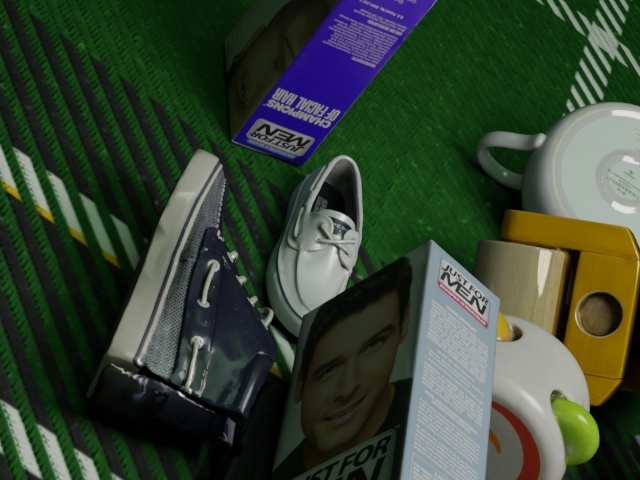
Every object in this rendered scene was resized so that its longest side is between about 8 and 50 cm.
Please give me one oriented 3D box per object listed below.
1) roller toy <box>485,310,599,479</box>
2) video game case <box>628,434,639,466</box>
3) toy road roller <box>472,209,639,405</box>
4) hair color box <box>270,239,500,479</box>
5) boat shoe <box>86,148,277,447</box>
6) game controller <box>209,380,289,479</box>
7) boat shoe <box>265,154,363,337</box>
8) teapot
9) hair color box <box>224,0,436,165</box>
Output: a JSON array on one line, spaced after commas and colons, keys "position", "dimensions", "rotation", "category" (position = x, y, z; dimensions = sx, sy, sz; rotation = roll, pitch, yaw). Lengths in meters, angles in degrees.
[{"position": [0.180, 0.180, 1.784], "dimensions": [0.209, 0.191, 0.146], "rotation": [38, 38, 2], "category": "roller toy"}, {"position": [0.497, 0.277, 1.858], "dimensions": [0.274, 0.026, 0.196], "rotation": [-7, 53, -28], "category": "video game case"}, {"position": [0.344, 0.093, 1.970], "dimensions": [0.330, 0.202, 0.240], "rotation": [10, -2, 13], "category": "toy road roller"}, {"position": [0.056, 0.195, 1.583], "dimensions": [0.113, 0.185, 0.374], "rotation": [40, 37, -25], "category": "hair color box"}, {"position": [-0.113, 0.061, 1.703], "dimensions": [0.158, 0.127, 0.340], "rotation": [24, 49, -7], "category": "boat shoe"}, {"position": [-0.038, 0.275, 1.628], "dimensions": [0.166, 0.067, 0.319], "rotation": [46, 36, -17], "category": "game controller"}, {"position": [0.000, 0.000, 1.895], "dimensions": [0.095, 0.084, 0.258], "rotation": [24, 40, -20], "category": "boat shoe"}, {"position": [0.358, -0.047, 2.173], "dimensions": [0.253, 0.187, 0.256], "rotation": [-13, 75, -17], "category": "teapot"}, {"position": [0.013, -0.268, 1.961], "dimensions": [0.110, 0.339, 0.185], "rotation": [17, 44, -25], "category": "hair color box"}]
